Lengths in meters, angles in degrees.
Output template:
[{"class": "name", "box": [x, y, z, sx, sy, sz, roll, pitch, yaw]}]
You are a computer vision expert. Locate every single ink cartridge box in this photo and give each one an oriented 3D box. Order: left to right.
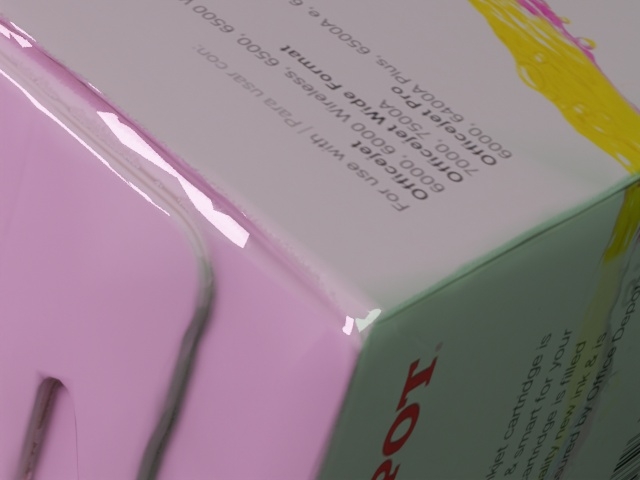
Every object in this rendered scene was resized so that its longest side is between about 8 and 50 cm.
[{"class": "ink cartridge box", "box": [0.000, 0.000, 0.493, 0.168, 0.171, 0.232, 37, 38, 25]}]
